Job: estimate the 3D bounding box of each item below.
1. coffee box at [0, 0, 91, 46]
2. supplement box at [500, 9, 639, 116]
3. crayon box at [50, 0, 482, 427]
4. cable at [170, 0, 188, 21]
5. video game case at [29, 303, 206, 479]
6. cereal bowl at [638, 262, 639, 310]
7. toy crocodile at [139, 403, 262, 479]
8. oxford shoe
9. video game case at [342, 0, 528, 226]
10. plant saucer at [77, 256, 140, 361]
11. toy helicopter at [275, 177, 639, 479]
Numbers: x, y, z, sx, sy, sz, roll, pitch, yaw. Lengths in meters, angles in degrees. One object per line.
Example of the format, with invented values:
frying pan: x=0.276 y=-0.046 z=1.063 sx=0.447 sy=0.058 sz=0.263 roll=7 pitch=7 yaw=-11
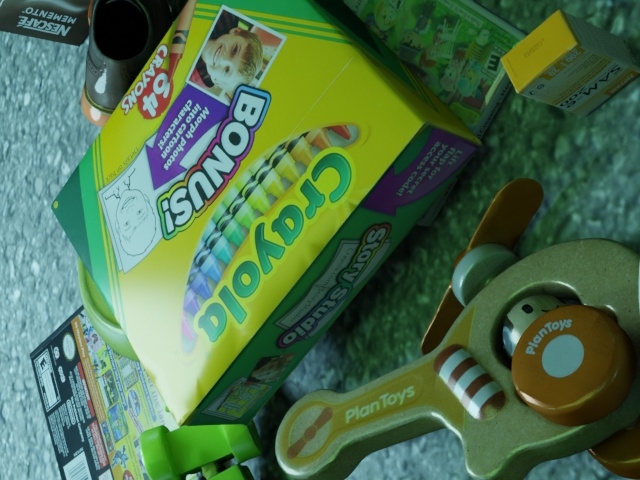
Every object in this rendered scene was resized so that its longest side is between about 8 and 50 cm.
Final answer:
coffee box: x=-0.303 y=-0.364 z=1.282 sx=0.246 sy=0.141 sz=0.098 roll=-47 pitch=58 yaw=32
supplement box: x=0.197 y=-0.136 z=0.830 sx=0.062 sy=0.098 sz=0.036 roll=-40 pitch=58 yaw=35
crayon box: x=-0.074 y=-0.058 z=1.017 sx=0.363 sy=0.106 sz=0.313 roll=-52 pitch=54 yaw=20
cable: x=-0.109 y=-0.374 z=1.147 sx=0.287 sy=0.072 sz=0.139 roll=-49 pitch=44 yaw=31
video game case: x=-0.239 y=0.199 z=1.255 sx=0.248 sy=0.035 sz=0.275 roll=-39 pitch=61 yaw=34
cereal bowl: x=0.367 y=0.024 z=0.615 sx=0.339 sy=0.141 sz=0.339 roll=-17 pitch=68 yaw=51
toy crocodile: x=-0.090 y=0.270 z=1.069 sx=0.115 sy=0.105 sz=0.340 roll=-23 pitch=74 yaw=2
oxford shoe: x=-0.207 y=-0.246 z=1.167 sx=0.098 sy=0.097 sz=0.271 roll=107 pitch=163 yaw=-48
video game case: x=0.076 y=-0.150 z=0.995 sx=0.212 sy=0.023 sz=0.193 roll=44 pitch=116 yaw=36
plant saucer: x=-0.192 y=0.015 z=1.189 sx=0.241 sy=0.037 sz=0.241 roll=-9 pitch=73 yaw=33
toy helicopter: x=0.107 y=0.100 z=0.865 sx=0.355 sy=0.140 sz=0.235 roll=-27 pitch=46 yaw=26
